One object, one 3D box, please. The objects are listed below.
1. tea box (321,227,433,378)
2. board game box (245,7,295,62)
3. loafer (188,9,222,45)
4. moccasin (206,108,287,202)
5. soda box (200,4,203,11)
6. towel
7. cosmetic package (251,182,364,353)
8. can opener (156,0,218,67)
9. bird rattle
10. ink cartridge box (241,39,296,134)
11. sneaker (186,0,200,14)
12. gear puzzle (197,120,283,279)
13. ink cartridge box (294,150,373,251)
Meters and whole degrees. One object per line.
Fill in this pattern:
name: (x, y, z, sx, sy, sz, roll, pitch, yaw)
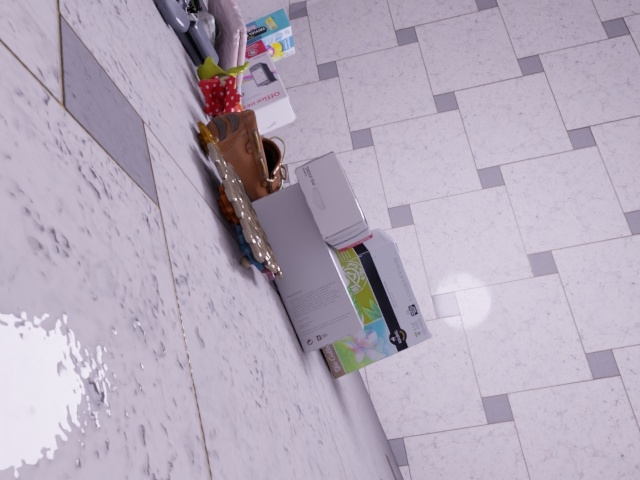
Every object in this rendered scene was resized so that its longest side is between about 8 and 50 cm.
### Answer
tea box: (0.117, 0.183, 1.444, 0.220, 0.323, 0.329, -110, 175, -77)
board game box: (-0.273, -0.750, 1.839, 0.254, 0.336, 0.079, -19, 85, -89)
loafer: (-0.352, -0.634, 1.435, 0.319, 0.111, 0.112, -111, 178, -69)
moccasin: (-0.149, -0.196, 1.163, 0.380, 0.147, 0.139, 65, 2, -63)
soda box: (-0.488, -0.896, 1.751, 0.169, 0.060, 0.053, 63, 5, -78)
towel: (-0.306, -0.649, 1.518, 0.317, 0.053, 0.332, 110, -38, -55)
cosmetic package: (-0.035, 0.063, 1.139, 0.197, 0.155, 0.365, 6, 61, -85)
can opener: (-0.350, -0.534, 1.214, 0.283, 0.076, 0.095, 65, 34, -68)
bird rattle: (-0.237, -0.361, 1.227, 0.207, 0.143, 0.253, 89, -13, -46)
ink cartridge box: (-0.247, -0.542, 1.694, 0.131, 0.226, 0.306, 64, 2, -63)
sneaker: (-0.437, -0.799, 1.587, 0.235, 0.084, 0.097, -111, 179, -68)
gear puzzle: (-0.169, -0.084, 0.860, 0.339, 0.044, 0.175, 64, 2, 19)
ink cartridge box: (0.037, -0.080, 1.085, 0.237, 0.100, 0.172, 36, 30, -77)
